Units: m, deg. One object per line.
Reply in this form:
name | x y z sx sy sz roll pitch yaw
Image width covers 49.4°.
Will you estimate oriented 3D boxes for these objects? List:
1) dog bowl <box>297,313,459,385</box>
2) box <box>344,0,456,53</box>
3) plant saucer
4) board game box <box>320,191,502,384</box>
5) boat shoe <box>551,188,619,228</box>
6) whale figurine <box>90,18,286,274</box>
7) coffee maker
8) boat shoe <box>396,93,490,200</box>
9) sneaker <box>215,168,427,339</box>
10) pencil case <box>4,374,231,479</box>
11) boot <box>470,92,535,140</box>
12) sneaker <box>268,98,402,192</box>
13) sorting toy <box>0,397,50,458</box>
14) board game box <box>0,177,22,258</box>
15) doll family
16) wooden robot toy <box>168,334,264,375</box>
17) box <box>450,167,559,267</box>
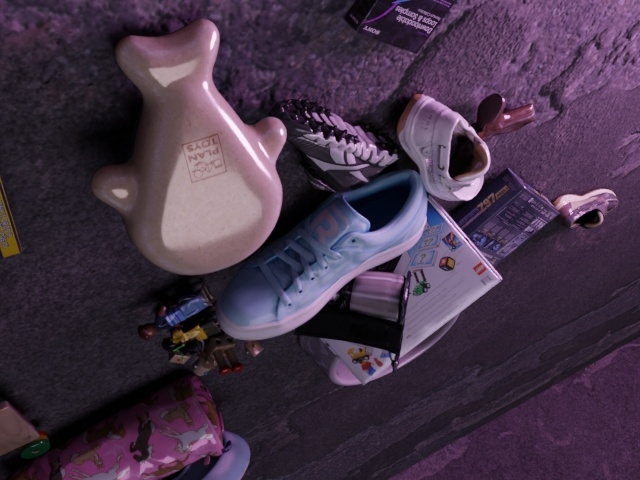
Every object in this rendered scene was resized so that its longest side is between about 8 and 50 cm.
dog bowl | 0.131 0.164 1.393 0.348 0.102 0.349 -23 150 -15
box | 0.115 -0.290 0.774 0.116 0.029 0.162 2 137 -45
plant saucer | -0.285 0.453 1.319 0.317 0.044 0.317 -22 -165 6
board game box | 0.127 0.084 1.191 0.305 0.193 0.053 -40 -172 13
boat shoe | 0.579 -0.059 1.509 0.223 0.073 0.080 -7 142 -37
whale figurine | -0.144 -0.099 0.747 0.216 0.141 0.272 -22 124 -18
coffee maker | 0.047 0.120 1.112 0.120 0.178 0.171 -28 126 -79
boat shoe | 0.202 -0.115 1.024 0.098 0.096 0.277 -63 148 -2
sneaker | 0.000 0.000 1.007 0.365 0.135 0.150 -34 151 -19
pencil case | -0.354 0.390 1.222 0.386 0.167 0.160 -27 -176 -9
boot | 0.293 -0.198 1.070 0.114 0.037 0.106 -15 160 -21
sneaker | 0.008 -0.109 0.894 0.234 0.078 0.106 8 129 -51
sorting toy | -0.503 0.273 1.011 0.132 0.046 0.275 -24 150 -14
board game box | -0.380 -0.035 0.670 0.141 0.048 0.170 -20 148 -25
doll family | -0.207 0.124 1.051 0.111 0.076 0.193 -25 145 -5
wooden robot toy | -0.185 0.204 1.191 0.173 0.076 0.079 -2 150 -41
box | 0.343 -0.034 1.338 0.183 0.059 0.232 -44 149 20
